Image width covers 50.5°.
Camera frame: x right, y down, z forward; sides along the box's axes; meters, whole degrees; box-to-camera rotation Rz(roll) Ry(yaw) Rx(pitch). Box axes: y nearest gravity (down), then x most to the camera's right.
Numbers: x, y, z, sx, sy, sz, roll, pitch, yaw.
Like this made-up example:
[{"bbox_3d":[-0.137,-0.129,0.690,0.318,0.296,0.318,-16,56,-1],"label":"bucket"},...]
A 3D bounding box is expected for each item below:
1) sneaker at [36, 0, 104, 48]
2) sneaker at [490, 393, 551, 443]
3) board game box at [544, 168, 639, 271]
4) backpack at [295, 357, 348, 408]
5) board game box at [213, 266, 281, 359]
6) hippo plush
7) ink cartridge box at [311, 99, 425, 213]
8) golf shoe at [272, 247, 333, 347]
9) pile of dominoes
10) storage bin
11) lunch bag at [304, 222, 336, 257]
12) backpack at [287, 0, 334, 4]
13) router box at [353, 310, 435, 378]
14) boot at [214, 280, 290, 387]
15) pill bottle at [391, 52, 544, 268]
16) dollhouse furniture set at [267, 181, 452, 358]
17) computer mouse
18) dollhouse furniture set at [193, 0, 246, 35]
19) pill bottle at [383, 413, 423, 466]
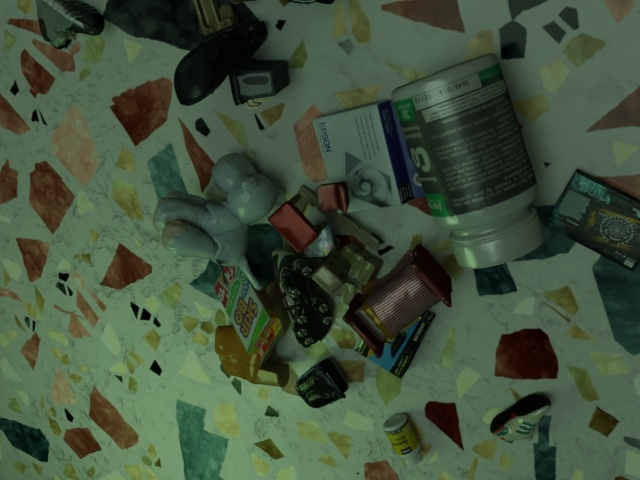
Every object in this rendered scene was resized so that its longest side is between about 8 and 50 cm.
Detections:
[{"bbox_3d":[-0.618,-0.523,1.674,0.228,0.086,0.132,36,128,22],"label":"sneaker"},{"bbox_3d":[0.456,0.399,1.501,0.075,0.057,0.161,40,123,-12],"label":"sneaker"},{"bbox_3d":[0.538,-0.039,1.284,0.186,0.026,0.126,31,121,14],"label":"board game box"},{"bbox_3d":[0.004,0.359,1.697,0.114,0.084,0.105,-36,91,29],"label":"backpack"},{"bbox_3d":[-0.182,0.158,1.662,0.259,0.039,0.124,53,125,36],"label":"board game box"},{"bbox_3d":[-0.223,-0.069,1.549,0.236,0.234,0.294,-51,62,22],"label":"hippo plush"},{"bbox_3d":[0.111,-0.176,1.442,0.223,0.045,0.223,-8,106,30],"label":"ink cartridge box"},{"bbox_3d":[-0.046,0.135,1.633,0.120,0.105,0.273,43,152,50],"label":"golf shoe"},{"bbox_3d":[0.025,0.012,1.586,0.251,0.040,0.196,37,124,20],"label":"pile of dominoes"},{"bbox_3d":[-0.126,-0.339,1.454,0.091,0.135,0.098,0,115,18],"label":"storage bin"},{"bbox_3d":[0.000,0.000,1.541,0.083,0.053,0.071,-7,100,47],"label":"lunch bag"},{"bbox_3d":[-0.070,-0.579,1.284,0.253,0.191,0.225,18,115,13],"label":"backpack"},{"bbox_3d":[0.169,0.215,1.573,0.133,0.046,0.179,29,121,15],"label":"router box"},{"bbox_3d":[-0.186,0.233,1.740,0.211,0.104,0.295,8,109,32],"label":"boot"},{"bbox_3d":[0.283,-0.144,1.269,0.204,0.204,0.361,-15,102,32],"label":"pill bottle"},{"bbox_3d":[0.078,0.033,1.416,0.201,0.152,0.374,-42,94,20],"label":"dollhouse furniture set"},{"bbox_3d":[-0.234,-0.379,1.405,0.188,0.272,0.072,-16,126,30],"label":"computer mouse"},{"bbox_3d":[-0.233,-0.520,1.435,0.151,0.123,0.144,-7,106,30],"label":"dollhouse furniture set"},{"bbox_3d":[0.205,0.488,1.657,0.065,0.065,0.116,-23,99,33],"label":"pill bottle"}]
